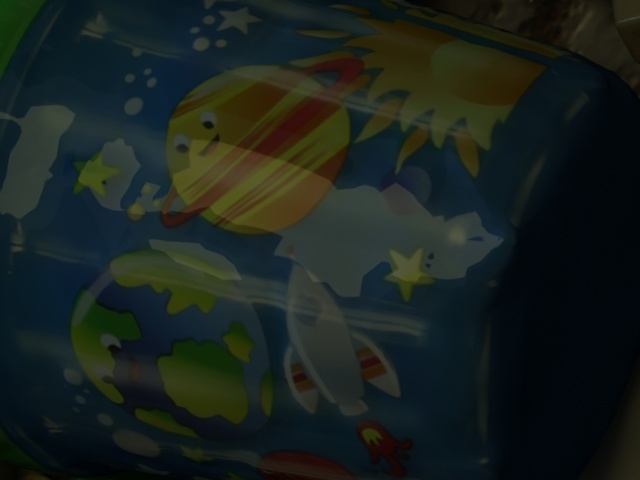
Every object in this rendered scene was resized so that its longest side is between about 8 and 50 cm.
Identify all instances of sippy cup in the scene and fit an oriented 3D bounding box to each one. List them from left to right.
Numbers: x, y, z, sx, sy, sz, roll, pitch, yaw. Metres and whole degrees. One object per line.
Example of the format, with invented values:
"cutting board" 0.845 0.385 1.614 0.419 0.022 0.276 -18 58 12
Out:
"sippy cup" 0.000 0.000 0.607 0.224 0.305 0.240 12 59 28

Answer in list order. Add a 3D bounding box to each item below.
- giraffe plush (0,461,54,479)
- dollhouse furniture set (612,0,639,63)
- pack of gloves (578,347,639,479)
"giraffe plush" -0.216 0.143 0.772 0.170 0.181 0.210 -42 21 5
"dollhouse furniture set" 0.166 -0.125 0.635 0.114 0.091 0.081 -8 34 49
"pack of gloves" 0.191 0.044 0.588 0.195 0.046 0.232 24 90 51
